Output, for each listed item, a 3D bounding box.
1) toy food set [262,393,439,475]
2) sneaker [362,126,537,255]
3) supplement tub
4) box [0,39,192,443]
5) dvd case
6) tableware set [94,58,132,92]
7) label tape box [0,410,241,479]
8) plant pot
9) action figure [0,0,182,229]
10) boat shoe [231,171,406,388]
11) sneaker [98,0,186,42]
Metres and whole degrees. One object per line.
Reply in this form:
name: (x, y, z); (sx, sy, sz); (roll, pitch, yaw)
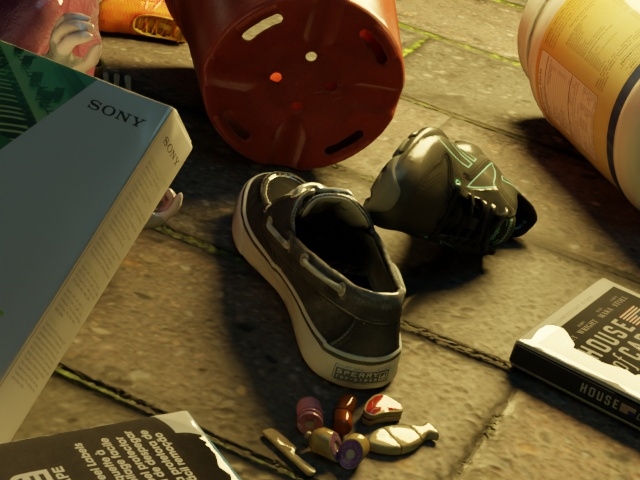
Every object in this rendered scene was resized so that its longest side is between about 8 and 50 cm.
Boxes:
toy food set: (0.022, 0.134, 1.029); (0.122, 0.019, 0.078); (-13, 36, -40)
sneaker: (0.127, -0.041, 1.290); (0.106, 0.101, 0.267); (37, 20, 18)
supplement tub: (0.368, -0.179, 1.547); (0.228, 0.228, 0.316); (2, 29, -20)
box: (-0.261, 0.014, 0.896); (0.232, 0.058, 0.322); (22, 68, 18)
dvd case: (0.302, 0.115, 1.174); (0.238, 0.029, 0.179); (27, 30, 26)
tableware set: (-0.236, -0.140, 1.410); (0.104, 0.024, 0.154); (7, 39, -14)
label tape box: (-0.168, 0.220, 0.683); (0.347, 0.115, 0.249); (-5, 32, -33)
plant pot: (-0.029, -0.227, 1.467); (0.272, 0.272, 0.265); (6, 36, -13)
action figure: (-0.267, -0.094, 1.124); (0.275, 0.248, 0.370); (-8, 41, 6)
boat shoe: (0.000, 0.000, 1.186); (0.108, 0.102, 0.301); (3, 29, -18)
sneaker: (-0.188, -0.268, 1.672); (0.175, 0.064, 0.067); (-7, 42, -28)
